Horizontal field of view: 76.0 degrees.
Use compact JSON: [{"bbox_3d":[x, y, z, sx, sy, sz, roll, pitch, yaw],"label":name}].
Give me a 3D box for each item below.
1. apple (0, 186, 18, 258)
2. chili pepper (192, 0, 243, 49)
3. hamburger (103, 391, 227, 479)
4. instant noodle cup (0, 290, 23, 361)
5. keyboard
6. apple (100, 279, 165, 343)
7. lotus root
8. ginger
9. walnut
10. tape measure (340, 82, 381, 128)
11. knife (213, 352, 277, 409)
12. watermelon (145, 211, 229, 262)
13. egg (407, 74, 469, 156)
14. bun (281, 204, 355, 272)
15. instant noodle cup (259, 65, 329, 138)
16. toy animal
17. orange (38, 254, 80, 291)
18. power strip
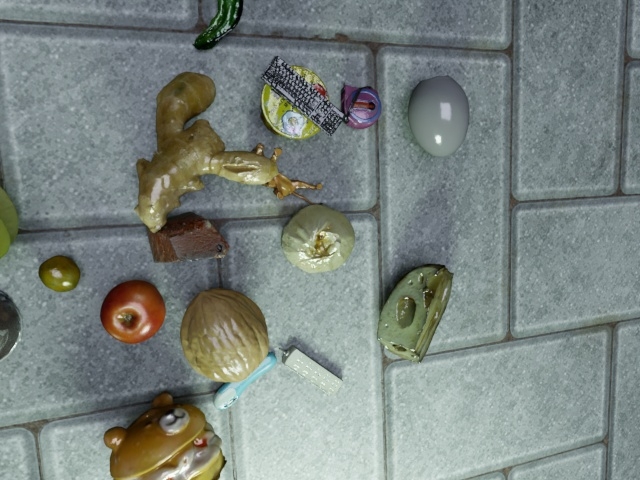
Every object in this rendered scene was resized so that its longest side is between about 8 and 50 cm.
[{"bbox_3d":[-0.804,-0.035,0.856,0.292,0.292,0.254,-45,123,-8],"label":"apple"},{"bbox_3d":[-0.263,-0.634,1.065,0.122,0.065,0.279,3,99,-21],"label":"chili pepper"},{"bbox_3d":[-0.405,0.539,1.062,0.276,0.276,0.237,-24,92,-13],"label":"hamburger"},{"bbox_3d":[-0.831,0.226,0.918,0.217,0.207,0.218,-2,97,-15],"label":"instant noodle cup"},{"bbox_3d":[-0.040,-0.361,1.033,0.231,0.023,0.072,36,87,-19],"label":"keyboard"},{"bbox_3d":[-0.479,0.183,1.052,0.163,0.139,0.164,-3,98,-18],"label":"apple"},{"bbox_3d":[0.297,0.217,1.297,0.210,0.141,0.314,34,79,-54],"label":"lotus root"},{"bbox_3d":[-0.336,-0.229,1.000,0.348,0.122,0.363,-33,91,-24],"label":"ginger"},{"bbox_3d":[-0.253,0.245,1.084,0.224,0.225,0.261,-26,107,-12],"label":"walnut"},{"bbox_3d":[0.118,-0.393,1.201,0.118,0.074,0.125,4,90,-11],"label":"tape measure"},{"bbox_3d":[-0.222,0.412,1.210,0.222,0.031,0.064,-38,101,-13],"label":"knife"},{"bbox_3d":[-0.323,0.004,1.019,0.192,0.256,0.140,-13,100,-21],"label":"watermelon"},{"bbox_3d":[0.353,-0.364,1.219,0.176,0.176,0.232,-19,100,-14],"label":"egg"},{"bbox_3d":[0.000,0.000,1.180,0.222,0.127,0.223,-2,97,-19],"label":"bun"},{"bbox_3d":[-0.082,-0.359,1.108,0.182,0.144,0.182,-2,97,-18],"label":"instant noodle cup"},{"bbox_3d":[-0.097,-0.157,1.162,0.255,0.116,0.114,39,78,-29],"label":"toy animal"},{"bbox_3d":[-0.648,0.085,1.021,0.085,0.085,0.095,-35,102,-10],"label":"orange"},{"bbox_3d":[-0.029,0.400,1.267,0.252,0.027,0.060,39,84,-17],"label":"power strip"}]
